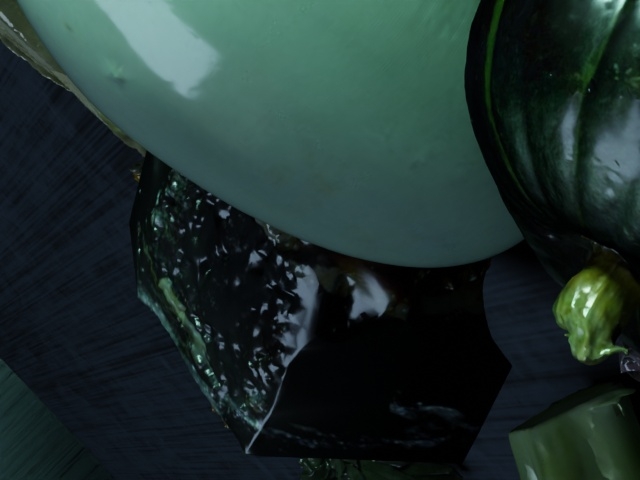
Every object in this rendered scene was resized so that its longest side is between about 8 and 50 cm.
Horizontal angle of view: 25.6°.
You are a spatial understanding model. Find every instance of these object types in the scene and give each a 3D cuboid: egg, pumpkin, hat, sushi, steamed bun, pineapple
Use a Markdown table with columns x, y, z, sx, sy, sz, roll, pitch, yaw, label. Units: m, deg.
| x | y | z | sx | sy | sz | roll | pitch | yaw | label |
| --- | --- | --- | --- | --- | --- | --- | --- | --- | --- |
| -0.015 | -0.130 | 0.751 | 0.371 | 0.230 | 0.230 | 43 | 159 | -13 | egg |
| 0.168 | -0.035 | 0.599 | 0.250 | 0.216 | 0.250 | 39 | 165 | 13 | pumpkin |
| 0.234 | 0.076 | 0.939 | 0.087 | 0.042 | 0.058 | 17 | 170 | -27 | hat |
| 0.000 | 0.001 | 0.951 | 0.227 | 0.215 | 0.212 | -106 | 26 | -48 | sushi |
| -0.198 | -0.181 | 1.150 | 0.231 | 0.110 | 0.212 | 38 | 175 | 10 | steamed bun |
| 0.017 | 0.213 | 1.475 | 0.277 | 0.130 | 0.119 | 37 | 128 | 25 | pineapple |

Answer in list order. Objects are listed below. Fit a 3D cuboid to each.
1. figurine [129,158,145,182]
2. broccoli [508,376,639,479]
| x | y | z | sx | sy | sz | roll | pitch | yaw | label |
| --- | --- | --- | --- | --- | --- | --- | --- | --- | --- |
| -0.161 | -0.015 | 1.451 | 0.143 | 0.068 | 0.101 | 61 | 152 | -7 | figurine |
| 0.223 | 0.281 | 1.027 | 0.317 | 0.277 | 0.338 | 56 | 157 | 30 | broccoli |
